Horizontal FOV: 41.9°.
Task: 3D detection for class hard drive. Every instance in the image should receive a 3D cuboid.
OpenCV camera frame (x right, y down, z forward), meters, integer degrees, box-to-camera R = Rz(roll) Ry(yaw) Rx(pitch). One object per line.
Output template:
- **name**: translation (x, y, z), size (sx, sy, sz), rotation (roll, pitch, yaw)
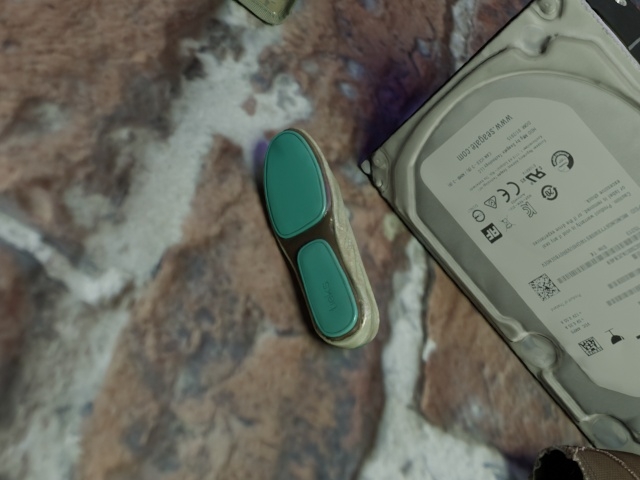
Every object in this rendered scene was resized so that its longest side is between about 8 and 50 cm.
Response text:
- **hard drive**: translation (0.211, 0.003, 0.615), size (0.339, 0.237, 0.064), rotation (50, 46, 0)

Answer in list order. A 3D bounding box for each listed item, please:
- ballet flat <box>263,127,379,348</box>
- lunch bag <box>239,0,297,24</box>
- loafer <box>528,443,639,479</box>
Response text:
- **ballet flat**: translation (0.000, 0.000, 0.601), size (0.052, 0.057, 0.168), rotation (21, 50, -60)
- **lunch bag**: translation (-0.085, -0.361, 0.682), size (0.287, 0.169, 0.235), rotation (33, 48, -21)
- **loafer**: translation (0.163, 0.279, 0.491), size (0.130, 0.134, 0.366), rotation (28, 39, -13)
